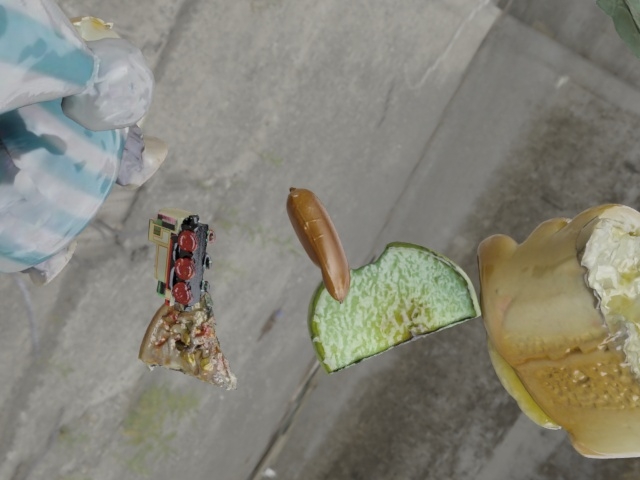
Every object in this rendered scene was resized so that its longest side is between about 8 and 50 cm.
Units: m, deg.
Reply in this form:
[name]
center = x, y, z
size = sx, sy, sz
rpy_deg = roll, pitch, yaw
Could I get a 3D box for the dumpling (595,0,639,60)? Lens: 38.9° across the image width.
[dumpling]
center = 0.520, -0.412, 1.315
size = 0.270, 0.212, 0.321
rpy_deg = 86, 11, -87

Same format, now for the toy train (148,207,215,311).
[toy train]
center = -0.192, 0.026, 1.230
size = 0.050, 0.087, 0.138
rpy_deg = -22, 124, -57

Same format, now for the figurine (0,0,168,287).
[figurine]
center = -0.232, -0.067, 0.469
size = 0.266, 0.361, 0.378
rpy_deg = -46, -150, 5

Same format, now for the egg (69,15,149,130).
[egg]
center = -0.354, -0.192, 1.286
size = 0.244, 0.201, 0.201
rpy_deg = -42, 171, 7

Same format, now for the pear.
[pear]
center = 0.119, 0.102, 1.522
size = 0.292, 0.159, 0.292
rpy_deg = -21, 170, -4

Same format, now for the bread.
[bread]
center = 0.335, 0.106, 1.102
size = 0.211, 0.316, 0.270
rpy_deg = -35, -173, -33

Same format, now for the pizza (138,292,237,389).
[pizza]
center = -0.211, 0.182, 1.498
size = 0.185, 0.195, 0.052
rpy_deg = -56, 158, 17

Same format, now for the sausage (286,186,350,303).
[sausage]
center = 0.000, 0.000, 1.251
size = 0.054, 0.183, 0.062
rpy_deg = -31, 159, 14
